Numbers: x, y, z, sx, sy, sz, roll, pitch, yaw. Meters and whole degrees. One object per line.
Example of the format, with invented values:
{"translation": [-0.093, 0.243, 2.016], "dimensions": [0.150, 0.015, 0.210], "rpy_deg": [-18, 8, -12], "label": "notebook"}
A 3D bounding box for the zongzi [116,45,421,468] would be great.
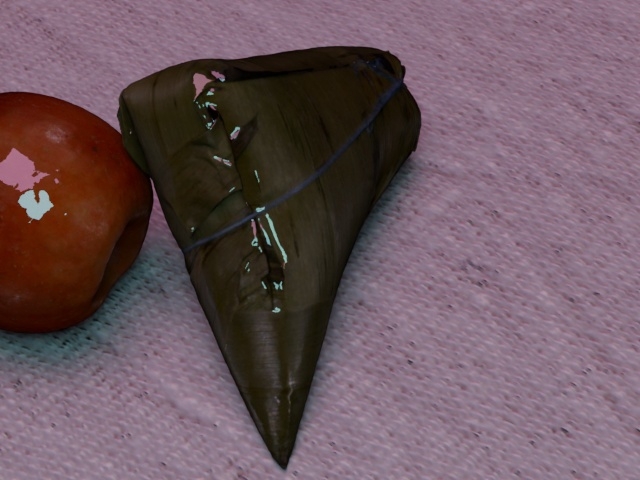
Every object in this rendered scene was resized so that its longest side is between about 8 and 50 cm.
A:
{"translation": [0.000, 0.000, 1.551], "dimensions": [0.323, 0.160, 0.360], "rpy_deg": [-16, 86, -48], "label": "zongzi"}

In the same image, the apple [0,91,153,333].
{"translation": [-0.265, -0.025, 1.519], "dimensions": [0.201, 0.218, 0.218], "rpy_deg": [27, 54, 5], "label": "apple"}
